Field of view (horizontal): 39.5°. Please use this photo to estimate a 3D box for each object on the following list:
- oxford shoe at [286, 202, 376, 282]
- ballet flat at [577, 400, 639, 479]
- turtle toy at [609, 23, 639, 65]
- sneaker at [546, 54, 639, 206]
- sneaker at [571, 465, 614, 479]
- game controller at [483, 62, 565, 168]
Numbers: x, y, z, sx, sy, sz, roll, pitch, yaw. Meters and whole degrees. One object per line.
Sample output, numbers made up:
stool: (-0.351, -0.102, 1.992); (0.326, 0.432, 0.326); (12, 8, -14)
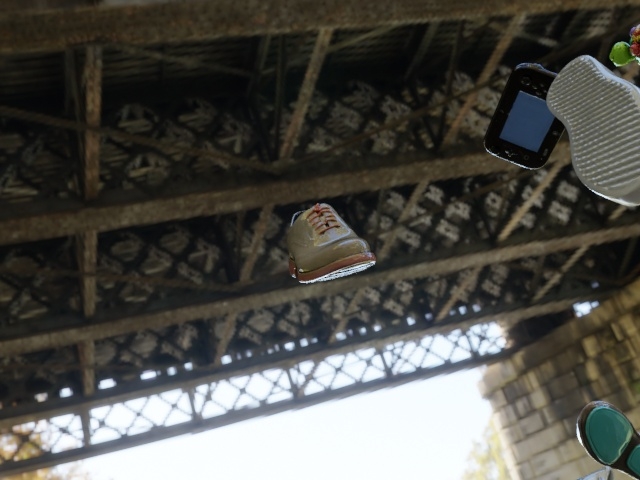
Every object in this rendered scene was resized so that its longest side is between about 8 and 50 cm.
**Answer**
oxford shoe: (0.000, 0.000, 1.583); (0.123, 0.130, 0.348); (-12, 4, -18)
ballet flat: (0.568, 0.393, 1.742); (0.316, 0.106, 0.107); (41, -97, -30)
turtle toy: (0.589, -0.358, 1.622); (0.066, 0.095, 0.130); (29, -39, -18)
sneaker: (0.435, -0.146, 1.248); (0.150, 0.366, 0.135); (28, -60, -16)
sneaker: (0.430, 0.401, 1.256); (0.083, 0.191, 0.071); (-39, -40, 12)
game controller: (0.497, -0.288, 2.111); (0.067, 0.166, 0.319); (-53, -14, -29)
